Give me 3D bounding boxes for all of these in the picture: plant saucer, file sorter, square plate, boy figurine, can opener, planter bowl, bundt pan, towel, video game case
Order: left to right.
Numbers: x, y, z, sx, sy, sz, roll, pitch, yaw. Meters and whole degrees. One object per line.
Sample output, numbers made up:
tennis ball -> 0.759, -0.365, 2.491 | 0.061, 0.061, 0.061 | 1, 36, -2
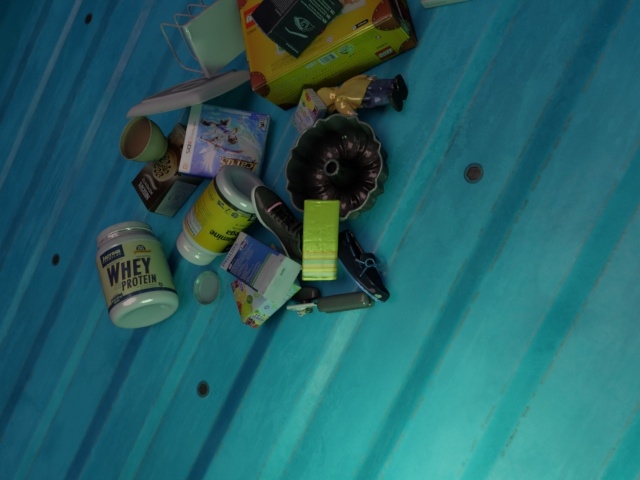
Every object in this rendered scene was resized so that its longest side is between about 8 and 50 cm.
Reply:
planter bowl -> -0.609, -0.344, 1.990 | 0.162, 0.109, 0.161 | -9, 74, 32
square plate -> -0.446, -0.515, 1.954 | 0.344, 0.347, 0.049 | -3, 118, 31
plant saucer -> -0.385, 0.163, 1.946 | 0.120, 0.021, 0.119 | -6, 78, 30
file sorter -> -0.378, -0.728, 1.952 | 0.173, 0.192, 0.277 | 22, 59, 36
video game case -> -0.319, -0.321, 1.904 | 0.270, 0.061, 0.244 | 9, 86, 1
towel -> 0.000, 0.000, 1.605 | 0.102, 0.021, 0.237 | 0, 106, -7
can opener -> 0.021, 0.174, 1.668 | 0.281, 0.074, 0.093 | -7, 77, 30
bundt pan -> 0.060, -0.203, 1.690 | 0.331, 0.124, 0.330 | -6, 78, 29
boy figurine -> 0.110, -0.429, 1.714 | 0.285, 0.092, 0.177 | 0, 57, 33

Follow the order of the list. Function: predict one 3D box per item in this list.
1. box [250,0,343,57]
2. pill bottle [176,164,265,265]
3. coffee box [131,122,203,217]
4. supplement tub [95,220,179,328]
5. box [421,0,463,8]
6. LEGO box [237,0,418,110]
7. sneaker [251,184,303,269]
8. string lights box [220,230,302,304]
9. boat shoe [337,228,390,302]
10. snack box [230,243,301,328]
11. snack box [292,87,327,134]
box -> -0.067, -0.651, 1.607 | 0.207, 0.153, 0.108 | -42, 63, 17
pill bottle -> -0.328, -0.072, 1.844 | 0.334, 0.188, 0.187 | -46, 60, 31
coffee box -> -0.529, -0.251, 2.055 | 0.297, 0.119, 0.168 | -47, 60, 15
supplement tub -> -0.649, 0.120, 1.987 | 0.235, 0.235, 0.324 | -33, 66, 22
box -> 0.376, -0.788, 1.664 | 0.145, 0.038, 0.186 | 3, 83, 32
LEGO box -> 0.004, -0.694, 1.777 | 0.501, 0.193, 0.372 | -19, 71, 27
sneaker -> -0.091, -0.054, 1.682 | 0.295, 0.105, 0.147 | 57, 153, -4
string lights box -> -0.184, 0.077, 1.705 | 0.260, 0.077, 0.133 | 27, 85, 48
boat shoe -> 0.117, 0.064, 1.616 | 0.089, 0.109, 0.258 | -46, 63, 12
snack box -> -0.175, 0.142, 1.770 | 0.207, 0.070, 0.174 | -43, 44, 15
snack box -> -0.036, -0.395, 1.795 | 0.100, 0.037, 0.141 | 59, 145, 26
